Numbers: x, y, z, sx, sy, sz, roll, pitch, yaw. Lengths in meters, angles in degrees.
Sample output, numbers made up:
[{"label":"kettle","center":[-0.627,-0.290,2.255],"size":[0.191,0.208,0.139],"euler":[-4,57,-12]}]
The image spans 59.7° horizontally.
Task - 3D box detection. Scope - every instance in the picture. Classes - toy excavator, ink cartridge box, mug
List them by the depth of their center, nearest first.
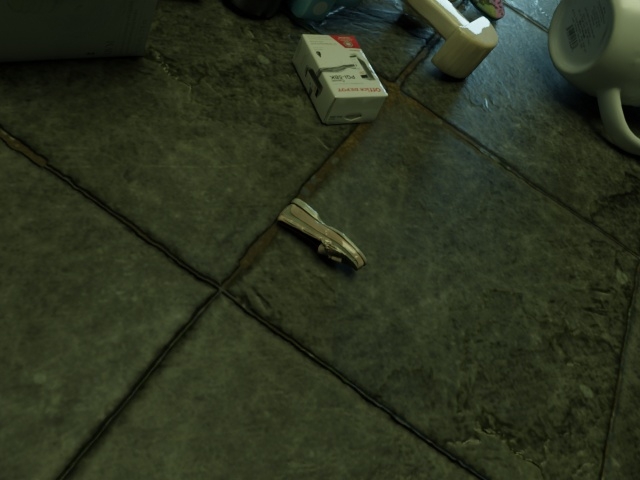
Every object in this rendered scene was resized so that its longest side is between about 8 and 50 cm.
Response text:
[{"label":"ink cartridge box","center":[0.029,-0.250,0.860],"size":[0.099,0.056,0.135],"euler":[-10,62,-29]},{"label":"toy excavator","center":[0.065,-0.479,0.952],"size":[0.444,0.222,0.433],"euler":[-9,63,-37]},{"label":"mug","center":[0.630,-0.350,1.076],"size":[0.327,0.276,0.375],"euler":[-4,90,-19]}]

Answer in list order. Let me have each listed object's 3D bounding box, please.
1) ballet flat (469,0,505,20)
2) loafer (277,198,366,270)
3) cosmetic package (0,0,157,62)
[{"label":"ballet flat","center":[0.324,-0.566,1.183],"size":[0.076,0.079,0.222],"euler":[-23,69,-34]},{"label":"loafer","center":[0.000,0.000,0.695],"size":[0.125,0.045,0.039],"euler":[41,69,15]},{"label":"cosmetic package","center":[-0.315,-0.327,0.646],"size":[0.224,0.224,0.138],"euler":[-13,79,-29]}]
